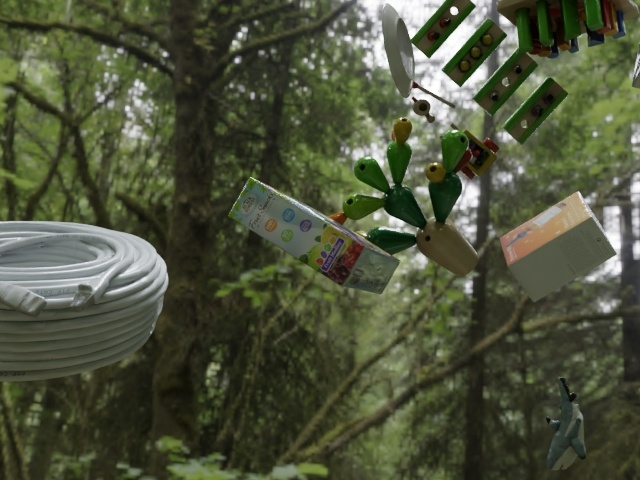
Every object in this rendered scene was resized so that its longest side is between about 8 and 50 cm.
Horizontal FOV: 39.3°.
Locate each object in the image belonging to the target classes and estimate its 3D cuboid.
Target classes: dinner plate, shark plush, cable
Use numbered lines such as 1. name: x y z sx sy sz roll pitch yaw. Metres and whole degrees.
1. dinner plate: 0.118 -0.279 1.314 0.017 0.141 0.141 -8 -23 21
2. shark plush: 0.435 0.328 1.602 0.067 0.161 0.073 -2 2 12
3. cable: -0.272 0.045 0.842 0.257 0.089 0.257 9 15 21

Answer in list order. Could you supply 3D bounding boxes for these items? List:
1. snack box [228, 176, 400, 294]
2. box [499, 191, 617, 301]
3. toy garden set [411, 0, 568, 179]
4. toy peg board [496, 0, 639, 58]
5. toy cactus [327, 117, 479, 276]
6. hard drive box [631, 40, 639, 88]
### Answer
1. snack box: 0.000 0.000 0.690 0.100 0.037 0.141 30 2 16
2. box: 0.427 0.010 1.625 0.170 0.130 0.091 -33 -72 16
3. toy garden set: 0.234 -0.235 1.405 0.244 0.204 0.049 41 8 -5
4. toy peg board: 0.373 -0.317 1.340 0.161 0.079 0.161 -12 -18 36
5. toy cactus: 0.101 -0.029 1.011 0.180 0.112 0.219 41 -72 -15
6. hard drive box: 0.531 -0.250 1.105 0.232 0.089 0.181 15 -28 8
